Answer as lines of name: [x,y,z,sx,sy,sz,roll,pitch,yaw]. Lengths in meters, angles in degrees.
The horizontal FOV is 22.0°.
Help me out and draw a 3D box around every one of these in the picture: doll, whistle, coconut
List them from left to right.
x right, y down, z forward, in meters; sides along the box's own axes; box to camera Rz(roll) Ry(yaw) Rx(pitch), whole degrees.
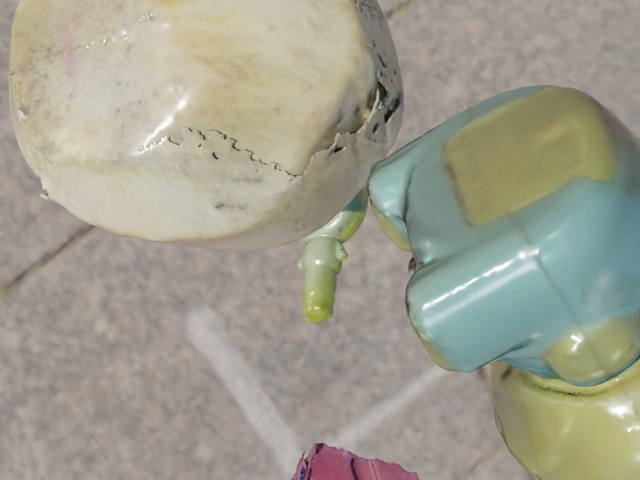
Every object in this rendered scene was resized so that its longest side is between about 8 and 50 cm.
coconut: [-0.100,-0.143,1.495,0.353,0.352,0.352,-14,120,-26]
whistle: [0.000,0.000,1.911,0.057,0.104,0.198,39,48,-43]
doll: [0.154,0.047,0.934,0.161,0.177,0.260,-31,123,8]

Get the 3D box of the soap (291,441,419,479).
soap: [0.035,0.309,1.513,0.162,0.250,0.099,-11,152,-16]
